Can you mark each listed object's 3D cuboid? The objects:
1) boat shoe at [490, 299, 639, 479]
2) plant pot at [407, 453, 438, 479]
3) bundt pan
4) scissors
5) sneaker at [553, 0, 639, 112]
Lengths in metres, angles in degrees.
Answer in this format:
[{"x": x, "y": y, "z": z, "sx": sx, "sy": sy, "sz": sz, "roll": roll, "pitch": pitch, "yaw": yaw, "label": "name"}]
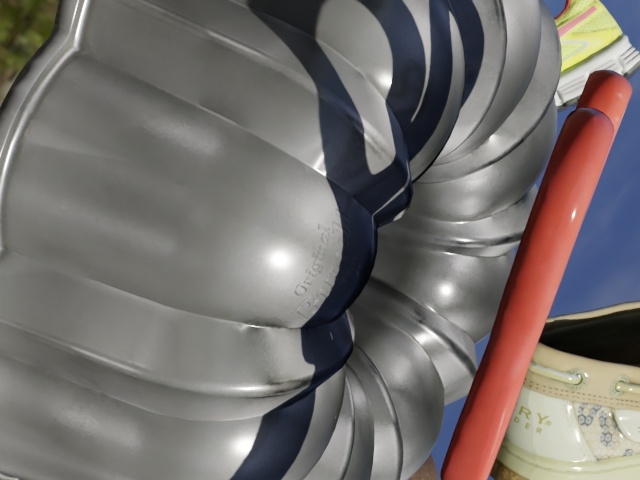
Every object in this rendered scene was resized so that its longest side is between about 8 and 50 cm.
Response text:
[{"x": 0.213, "y": 0.069, "z": 0.872, "sx": 0.104, "sy": 0.285, "sz": 0.089, "roll": 39, "pitch": -49, "yaw": 42, "label": "boat shoe"}, {"x": -0.019, "y": 0.228, "z": 1.438, "sx": 0.215, "sy": 0.230, "sz": 0.215, "roll": -173, "pitch": -90, "yaw": -68, "label": "plant pot"}, {"x": 0.000, "y": 0.000, "z": 0.671, "sx": 0.331, "sy": 0.124, "sz": 0.331, "roll": -49, "pitch": 152, "yaw": -38, "label": "bundt pan"}, {"x": 0.048, "y": 0.085, "z": 0.533, "sx": 0.109, "sy": 0.021, "sz": 0.297, "roll": -37, "pitch": 145, "yaw": -78, "label": "scissors"}, {"x": 0.132, "y": -0.125, "z": 1.212, "sx": 0.208, "sy": 0.094, "sz": 0.081, "roll": -25, "pitch": 177, "yaw": 2, "label": "sneaker"}]
